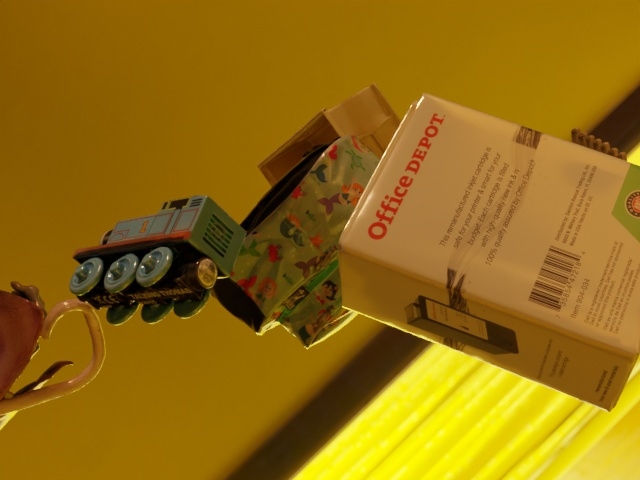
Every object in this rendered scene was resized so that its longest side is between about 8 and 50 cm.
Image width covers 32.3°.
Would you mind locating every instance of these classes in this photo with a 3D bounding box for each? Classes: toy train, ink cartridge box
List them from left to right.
[{"bbox_3d":[-0.160,0.020,1.056,0.184,0.105,0.080,-8,138,40],"label":"toy train"},{"bbox_3d":[0.177,0.005,1.022,0.273,0.198,0.114,21,150,15],"label":"ink cartridge box"}]

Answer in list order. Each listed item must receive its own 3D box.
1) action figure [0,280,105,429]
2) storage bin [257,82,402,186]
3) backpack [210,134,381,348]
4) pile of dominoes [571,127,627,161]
[{"bbox_3d":[-0.456,0.237,1.353,0.276,0.370,0.248,8,130,28],"label":"action figure"},{"bbox_3d":[0.060,-0.090,1.865,0.260,0.123,0.262,55,148,-1],"label":"storage bin"},{"bbox_3d":[0.000,0.000,1.345,0.191,0.253,0.225,37,-175,5],"label":"backpack"},{"bbox_3d":[0.504,-0.085,1.951,0.251,0.040,0.196,-123,29,-70],"label":"pile of dominoes"}]
